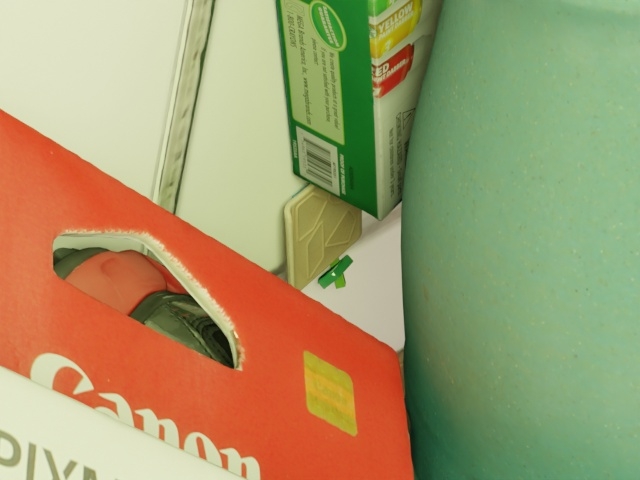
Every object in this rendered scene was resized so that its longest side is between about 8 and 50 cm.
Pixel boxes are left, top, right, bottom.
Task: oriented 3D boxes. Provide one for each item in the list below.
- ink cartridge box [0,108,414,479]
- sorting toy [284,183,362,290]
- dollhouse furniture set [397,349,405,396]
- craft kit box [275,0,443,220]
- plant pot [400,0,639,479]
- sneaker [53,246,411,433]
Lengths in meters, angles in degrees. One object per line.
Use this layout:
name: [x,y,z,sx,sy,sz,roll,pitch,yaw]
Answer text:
ink cartridge box: [-0.030,0.087,0.492,0.296,0.066,0.261,32,45,-44]
sorting toy: [0.000,0.000,0.805,0.062,0.012,0.083,-46,149,-37]
dollhouse furniture set: [0.099,0.120,0.959,0.123,0.151,0.144,-27,138,-49]
craft kit box: [0.075,-0.170,0.711,0.246,0.061,0.250,-49,154,-27]
plant pot: [0.152,-0.027,0.664,0.272,0.272,0.255,-40,136,-35]
sneaker: [-0.021,0.084,0.716,0.097,0.135,0.276,-61,157,-1]
